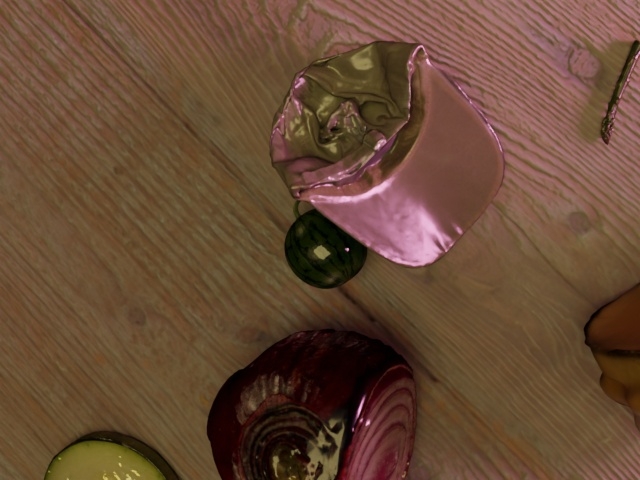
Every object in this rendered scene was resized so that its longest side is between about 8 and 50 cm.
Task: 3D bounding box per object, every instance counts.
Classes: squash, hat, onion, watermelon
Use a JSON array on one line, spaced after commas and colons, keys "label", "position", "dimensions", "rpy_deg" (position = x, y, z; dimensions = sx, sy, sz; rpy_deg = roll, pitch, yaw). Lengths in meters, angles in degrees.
[{"label": "squash", "position": [-0.295, 0.379, 1.024], "dimensions": [0.219, 0.041, 0.219], "rpy_deg": [1, 95, 12]}, {"label": "hat", "position": [0.070, -0.098, 0.835], "dimensions": [0.214, 0.149, 0.245], "rpy_deg": [-47, 122, 0]}, {"label": "onion", "position": [-0.010, 0.201, 0.839], "dimensions": [0.206, 0.216, 0.206], "rpy_deg": [11, 92, 28]}, {"label": "watermelon", "position": [0.002, 0.007, 0.852], "dimensions": [0.109, 0.109, 0.108], "rpy_deg": [2, 100, 13]}]

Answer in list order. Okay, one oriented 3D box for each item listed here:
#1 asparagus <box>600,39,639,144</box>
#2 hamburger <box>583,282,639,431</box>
[{"label": "asparagus", "position": [0.329, -0.162, 0.786], "dimensions": [0.015, 0.014, 0.114], "rpy_deg": [24, 106, 26]}, {"label": "hamburger", "position": [0.427, 0.132, 0.691], "dimensions": [0.276, 0.276, 0.236], "rpy_deg": [-30, 90, 17]}]
